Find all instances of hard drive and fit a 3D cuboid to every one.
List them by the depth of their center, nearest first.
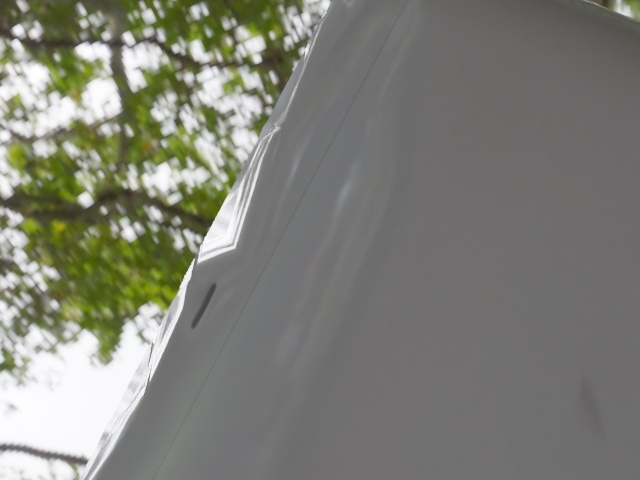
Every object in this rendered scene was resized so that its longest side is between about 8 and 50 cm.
[{"bbox_3d":[0.056,0.071,0.308,0.307,0.040,0.203,36,-80,53],"label":"hard drive"}]
